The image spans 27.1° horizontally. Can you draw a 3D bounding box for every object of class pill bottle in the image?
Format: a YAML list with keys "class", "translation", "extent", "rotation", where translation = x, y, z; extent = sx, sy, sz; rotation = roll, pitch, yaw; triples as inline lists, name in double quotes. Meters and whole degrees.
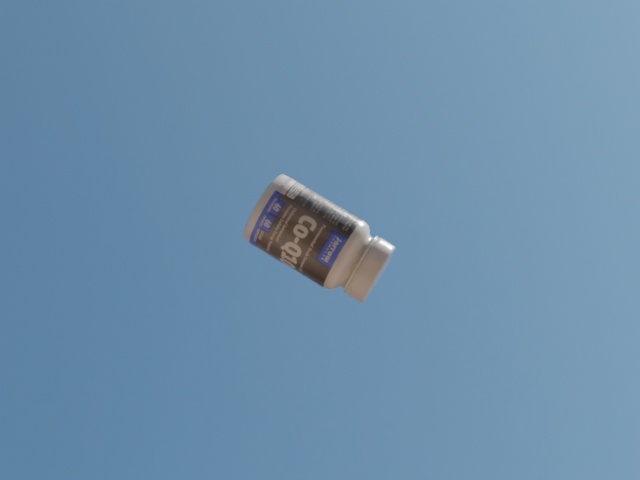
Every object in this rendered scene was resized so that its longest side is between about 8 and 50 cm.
- class: "pill bottle"
  translation: [0.000, 0.000, 1.316]
  extent: [0.137, 0.078, 0.078]
  rotation: [30, -53, 7]
